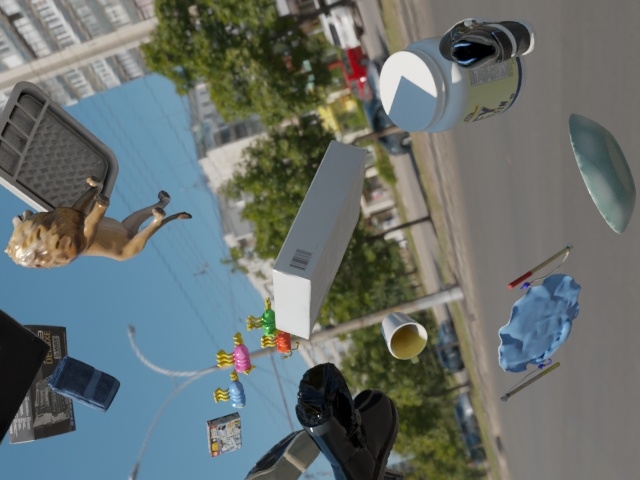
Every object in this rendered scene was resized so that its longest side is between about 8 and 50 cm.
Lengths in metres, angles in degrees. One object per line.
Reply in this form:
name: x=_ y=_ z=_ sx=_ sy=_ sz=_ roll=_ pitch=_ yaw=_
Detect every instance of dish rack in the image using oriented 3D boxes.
dish rack: x=-0.642 y=-0.181 z=1.851 sx=0.333 sy=0.072 sz=0.285 roll=44 pitch=-142 yaw=-39

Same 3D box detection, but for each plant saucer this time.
plant saucer: x=0.427 y=-0.107 z=1.155 sx=0.195 sy=0.037 sz=0.194 roll=35 pitch=-137 yaw=-40

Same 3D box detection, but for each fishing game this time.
fishing game: x=0.346 y=0.129 z=1.252 sx=0.041 sy=0.189 sz=0.264 roll=38 pitch=149 yaw=45

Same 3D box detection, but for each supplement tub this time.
supplement tub: x=0.335 y=-0.405 z=1.979 sx=0.235 sy=0.325 sz=0.235 roll=31 pitch=131 yaw=44

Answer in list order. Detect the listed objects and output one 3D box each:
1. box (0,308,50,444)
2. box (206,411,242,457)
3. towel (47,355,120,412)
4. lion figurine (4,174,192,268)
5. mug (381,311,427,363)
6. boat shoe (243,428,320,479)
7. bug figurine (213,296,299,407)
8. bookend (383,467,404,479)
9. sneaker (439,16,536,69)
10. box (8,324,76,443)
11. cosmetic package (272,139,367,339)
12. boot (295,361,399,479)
box: x=-0.707 y=0.224 z=1.284 sx=0.293 sy=0.396 sz=0.211 roll=47 pitch=-144 yaw=-29
box: x=-0.274 y=0.555 z=2.229 sx=0.027 sy=0.094 sz=0.137 roll=-126 pitch=30 yaw=-46
towel: x=-0.424 y=0.259 z=1.408 sx=0.119 sy=0.067 sz=0.029 roll=34 pitch=164 yaw=-30
lion figurine: x=-0.496 y=-0.015 z=1.781 sx=0.392 sy=0.240 sz=0.142 roll=17 pitch=-152 yaw=-48
mug: x=0.122 y=0.148 z=1.202 sx=0.064 sy=0.062 sz=0.078 roll=-129 pitch=44 yaw=-63
boat shoe: x=-0.084 y=0.414 z=1.381 sx=0.075 sy=0.206 sz=0.065 roll=52 pitch=162 yaw=-11
bug figurine: x=-0.153 y=0.277 z=1.905 sx=0.279 sy=0.072 sz=0.216 roll=-48 pitch=-31 yaw=-32
bookend: x=0.147 y=0.573 z=1.958 sx=0.072 sy=0.157 sz=0.156 roll=57 pitch=-133 yaw=-82
sneaker: x=0.250 y=-0.336 z=1.340 sx=0.217 sy=0.121 sz=0.079 roll=11 pitch=120 yaw=57
box: x=-0.775 y=0.389 z=2.150 sx=0.242 sy=0.077 sz=0.307 roll=48 pitch=-147 yaw=-79
cosmetic package: x=0.000 y=0.000 z=1.819 sx=0.284 sy=0.098 sz=0.377 roll=89 pitch=-159 yaw=-57
boot: x=0.046 y=0.271 z=1.261 sx=0.246 sy=0.094 sz=0.207 roll=-70 pitch=-39 yaw=-56
